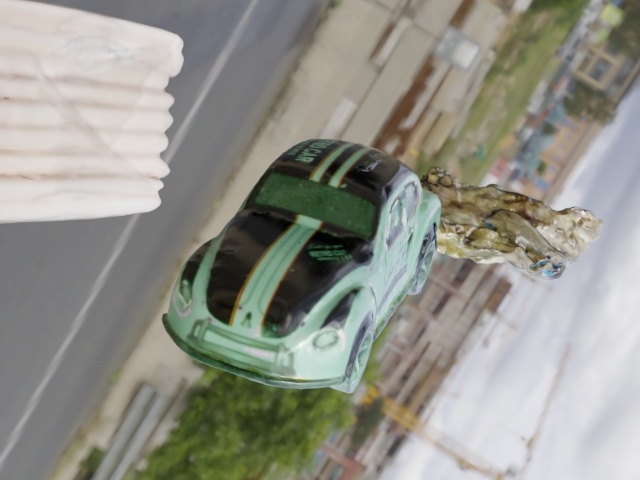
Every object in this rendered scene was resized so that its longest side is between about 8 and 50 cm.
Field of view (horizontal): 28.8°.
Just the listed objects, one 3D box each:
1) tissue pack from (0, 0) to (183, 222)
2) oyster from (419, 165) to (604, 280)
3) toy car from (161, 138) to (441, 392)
[{"bbox_3d":[-0.218,-0.047,0.422,0.170,0.325,0.071,1,95,-50],"label":"tissue pack"},{"bbox_3d":[0.155,-0.021,1.278,0.223,0.214,0.083,-2,108,-55],"label":"oyster"},{"bbox_3d":[0.000,0.000,0.914,0.306,0.136,0.125,-44,148,-63],"label":"toy car"}]
